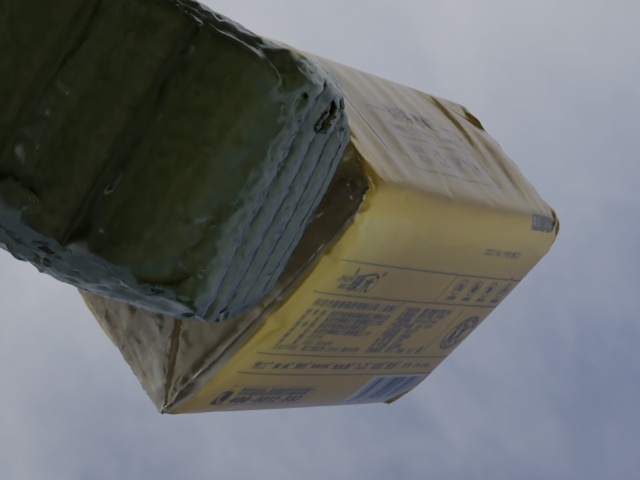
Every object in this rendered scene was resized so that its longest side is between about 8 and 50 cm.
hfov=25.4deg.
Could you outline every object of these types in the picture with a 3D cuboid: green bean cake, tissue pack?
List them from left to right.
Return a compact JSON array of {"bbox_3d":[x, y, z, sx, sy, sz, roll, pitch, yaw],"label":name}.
[{"bbox_3d":[-0.160,-0.071,0.913,0.319,0.335,0.218,27,-87,11],"label":"green bean cake"},{"bbox_3d":[0.000,0.000,1.313,0.228,0.293,0.382,53,-158,23],"label":"tissue pack"}]
